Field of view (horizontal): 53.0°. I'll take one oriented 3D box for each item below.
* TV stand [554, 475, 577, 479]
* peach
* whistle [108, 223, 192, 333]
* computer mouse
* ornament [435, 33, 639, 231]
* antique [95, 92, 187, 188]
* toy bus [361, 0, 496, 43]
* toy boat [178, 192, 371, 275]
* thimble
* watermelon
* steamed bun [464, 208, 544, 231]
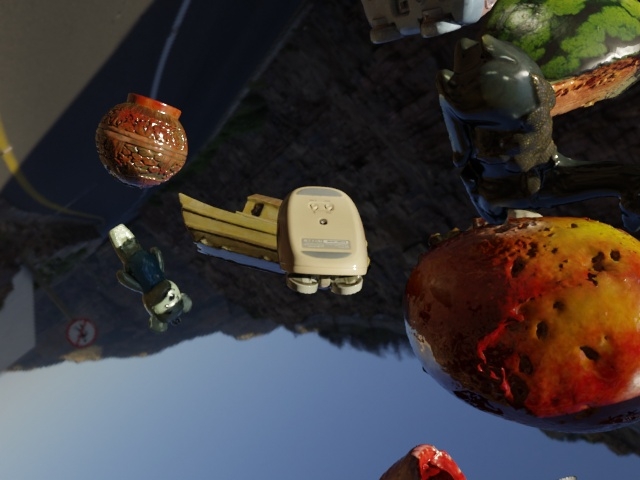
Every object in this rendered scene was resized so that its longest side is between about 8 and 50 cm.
[{"bbox_3d":[0.426,0.514,1.299,0.249,0.036,0.042,0,154,-27],"label":"TV stand"},{"bbox_3d":[0.338,0.121,1.032,0.416,0.340,0.353,2,174,34],"label":"peach"},{"bbox_3d":[-0.349,0.072,1.302,0.077,0.236,0.114,-15,-161,48],"label":"whistle"},{"bbox_3d":[0.000,0.000,1.048,0.237,0.145,0.082,-99,-166,-49],"label":"computer mouse"},{"bbox_3d":[0.221,-0.075,0.474,0.236,0.202,0.080,9,-122,33],"label":"ornament"},{"bbox_3d":[-0.196,-0.106,0.707,0.104,0.104,0.104,-37,-173,6],"label":"antique"},{"bbox_3d":[0.206,-0.470,1.110,0.231,0.198,0.294,-25,-159,-28],"label":"toy bus"},{"bbox_3d":[-0.107,-0.022,1.386,0.136,0.444,0.162,71,35,-64],"label":"toy boat"},{"bbox_3d":[0.193,0.486,1.199,0.125,0.163,0.189,-52,177,21],"label":"thimble"},{"bbox_3d":[0.278,-0.192,0.656,0.303,0.160,0.128,-22,-151,-39],"label":"watermelon"},{"bbox_3d":[0.374,0.117,1.371,0.374,0.241,0.374,-43,-171,8],"label":"steamed bun"}]
